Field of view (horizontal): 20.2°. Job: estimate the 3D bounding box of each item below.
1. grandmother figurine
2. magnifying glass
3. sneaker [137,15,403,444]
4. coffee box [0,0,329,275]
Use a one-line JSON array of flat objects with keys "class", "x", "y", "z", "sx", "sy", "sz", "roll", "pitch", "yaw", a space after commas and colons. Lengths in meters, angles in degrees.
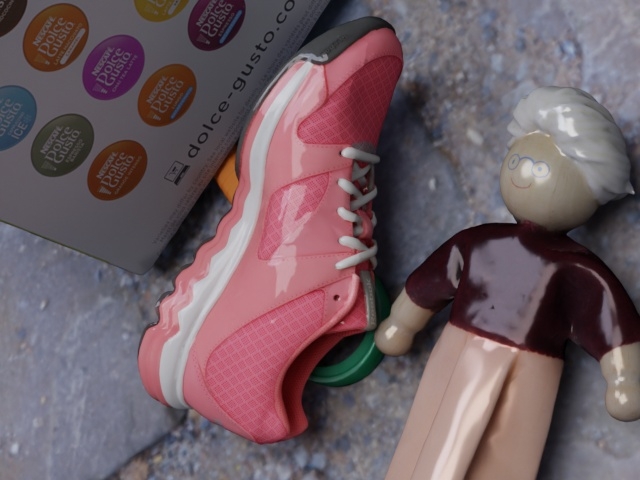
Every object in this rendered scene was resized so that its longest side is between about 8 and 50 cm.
[{"class": "grandmother figurine", "x": 0.123, "y": 0.066, "z": 1.171, "sx": 0.208, "sy": 0.104, "sz": 0.342, "roll": 16, "pitch": 88, "yaw": 26}, {"class": "magnifying glass", "x": -0.025, "y": 0.010, "z": 1.325, "sx": 0.092, "sy": 0.026, "sz": 0.231, "roll": -43, "pitch": 57, "yaw": 15}, {"class": "sneaker", "x": 0.000, "y": 0.000, "z": 1.251, "sx": 0.136, "sy": 0.116, "sz": 0.314, "roll": 31, "pitch": 101, "yaw": 24}, {"class": "coffee box", "x": -0.237, "y": -0.230, "z": 1.326, "sx": 0.338, "sy": 0.334, "sz": 0.337, "roll": 39, "pitch": 98, "yaw": 39}]
